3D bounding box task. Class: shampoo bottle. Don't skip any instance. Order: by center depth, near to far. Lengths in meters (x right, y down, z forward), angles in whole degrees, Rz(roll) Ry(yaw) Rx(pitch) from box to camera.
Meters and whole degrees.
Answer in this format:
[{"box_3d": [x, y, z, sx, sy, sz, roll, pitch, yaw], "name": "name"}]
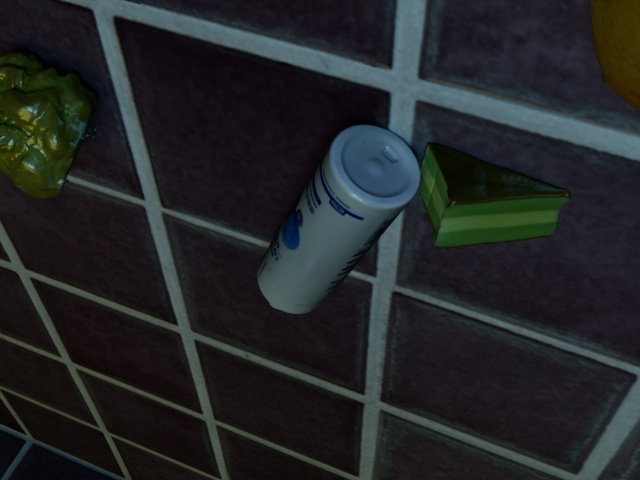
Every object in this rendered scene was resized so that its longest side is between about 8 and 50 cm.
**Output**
[{"box_3d": [0.000, 0.000, 0.844, 0.092, 0.092, 0.303, 31, 146, -4], "name": "shampoo bottle"}]

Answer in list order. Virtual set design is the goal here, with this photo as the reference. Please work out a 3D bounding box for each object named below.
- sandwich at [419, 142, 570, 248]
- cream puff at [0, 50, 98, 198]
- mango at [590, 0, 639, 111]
[{"box_3d": [0.158, -0.046, 0.749, 0.116, 0.074, 0.074, -5, 144, -9], "name": "sandwich"}, {"box_3d": [-0.319, -0.124, 0.876, 0.156, 0.121, 0.156, 24, 149, 15], "name": "cream puff"}, {"box_3d": [0.214, -0.166, 0.438, 0.126, 0.154, 0.252, 4, 153, 20], "name": "mango"}]
